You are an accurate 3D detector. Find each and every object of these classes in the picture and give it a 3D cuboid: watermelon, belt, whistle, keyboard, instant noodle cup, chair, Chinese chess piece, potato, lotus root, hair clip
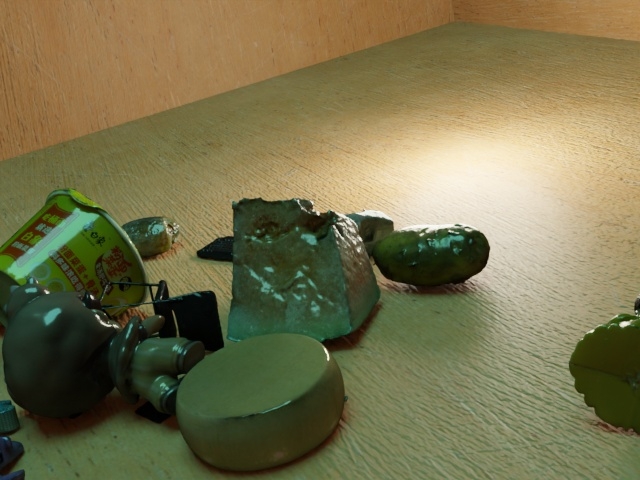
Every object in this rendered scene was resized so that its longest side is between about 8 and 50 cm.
[{"bbox_3d":[-0.032,0.068,1.764,0.264,0.302,0.151,-6,-15,18],"label":"watermelon"},{"bbox_3d":[-0.619,0.314,1.647,0.179,0.065,0.100,-3,14,24],"label":"belt"},{"bbox_3d":[0.000,0.000,1.941,0.348,0.189,0.189,-6,20,-16],"label":"whistle"},{"bbox_3d":[-0.170,0.023,2.162,0.262,0.016,0.106,6,29,39],"label":"keyboard"},{"bbox_3d":[-0.531,0.077,1.890,0.311,0.311,0.221,7,39,40],"label":"instant noodle cup"},{"bbox_3d":[-0.295,0.148,1.774,0.221,0.140,0.145,-8,18,0],"label":"chair"},{"bbox_3d":[-0.093,0.249,1.466,0.273,0.102,0.273,-12,22,5],"label":"Chinese chess piece"},{"bbox_3d":[-0.230,0.255,1.635,0.074,0.015,0.196,7,32,46],"label":"keyboard"},{"bbox_3d":[0.212,0.029,1.825,0.251,0.113,0.149,-9,28,31],"label":"potato"},{"bbox_3d":[-0.441,-0.008,2.292,0.192,0.088,0.113,-6,29,17],"label":"lotus root"},{"bbox_3d":[-0.522,0.365,1.451,0.137,0.090,0.278,-17,26,1],"label":"hair clip"}]

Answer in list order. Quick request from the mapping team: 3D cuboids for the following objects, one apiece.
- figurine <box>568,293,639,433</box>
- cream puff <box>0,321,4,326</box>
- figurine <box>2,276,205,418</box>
[{"bbox_3d":[0.504,0.145,1.376,0.187,0.168,0.315,-12,10,32],"label":"figurine"},{"bbox_3d":[-0.693,0.118,2.070,0.189,0.129,0.189,-10,32,6],"label":"cream puff"},{"bbox_3d":[-0.387,0.206,1.596,0.381,0.248,0.203,7,14,20],"label":"figurine"}]
